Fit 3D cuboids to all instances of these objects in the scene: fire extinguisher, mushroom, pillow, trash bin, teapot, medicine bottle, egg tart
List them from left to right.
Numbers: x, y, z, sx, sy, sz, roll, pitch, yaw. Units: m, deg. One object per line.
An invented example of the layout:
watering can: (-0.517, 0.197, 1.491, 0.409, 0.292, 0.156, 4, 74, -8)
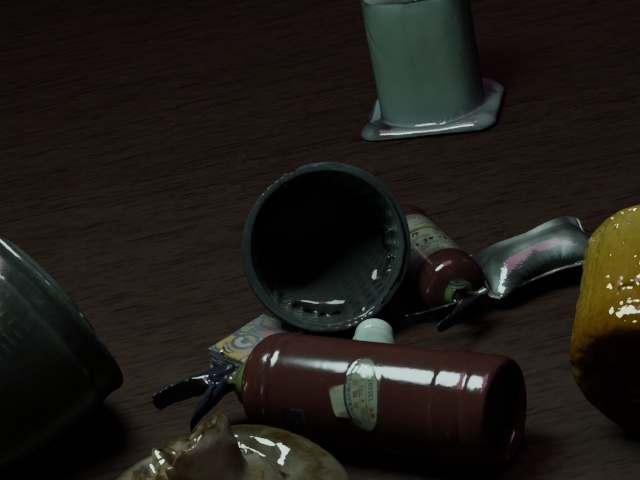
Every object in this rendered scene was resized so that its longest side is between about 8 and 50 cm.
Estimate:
teapot: (-0.370, 0.094, 1.622, 0.239, 0.321, 0.239, -44, 21, -17)
mushroom: (-0.080, 0.222, 1.358, 0.226, 0.178, 0.226, -8, 15, 2)
trash bin: (0.000, 0.000, 1.811, 0.175, 0.175, 0.161, -13, 6, -3)
fire extinguisher: (0.007, 0.148, 1.566, 0.344, 0.102, 0.138, 4, 30, 29)
medicine bottle: (0.052, 0.114, 1.686, 0.047, 0.047, 0.083, -8, 25, 7)
fire extinguisher: (0.111, 0.037, 1.801, 0.099, 0.071, 0.231, -20, 27, -9)
pillow: (0.227, 0.017, 1.807, 0.136, 0.055, 0.091, -18, 57, -7)
egg tart: (0.309, 0.083, 1.508, 0.202, 0.202, 0.147, 4, 43, 30)

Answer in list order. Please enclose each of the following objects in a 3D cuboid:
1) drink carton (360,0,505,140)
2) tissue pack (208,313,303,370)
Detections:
drink carton: (0.134, -0.255, 2.283, 0.185, 0.189, 0.191, -9, 24, 18)
tissue pack: (-0.066, 0.111, 1.756, 0.063, 0.035, 0.083, 16, 37, 41)
